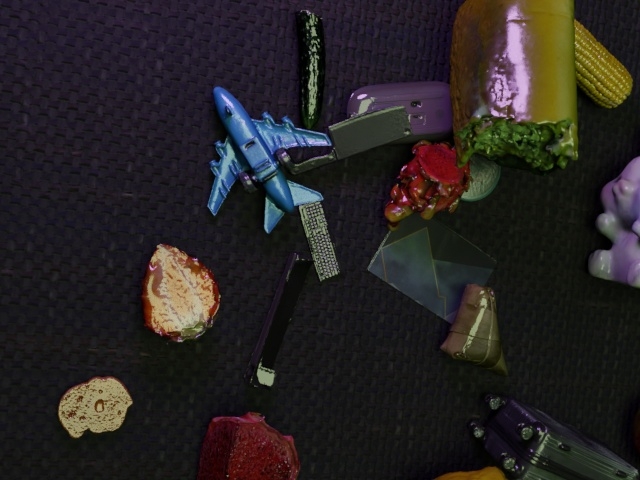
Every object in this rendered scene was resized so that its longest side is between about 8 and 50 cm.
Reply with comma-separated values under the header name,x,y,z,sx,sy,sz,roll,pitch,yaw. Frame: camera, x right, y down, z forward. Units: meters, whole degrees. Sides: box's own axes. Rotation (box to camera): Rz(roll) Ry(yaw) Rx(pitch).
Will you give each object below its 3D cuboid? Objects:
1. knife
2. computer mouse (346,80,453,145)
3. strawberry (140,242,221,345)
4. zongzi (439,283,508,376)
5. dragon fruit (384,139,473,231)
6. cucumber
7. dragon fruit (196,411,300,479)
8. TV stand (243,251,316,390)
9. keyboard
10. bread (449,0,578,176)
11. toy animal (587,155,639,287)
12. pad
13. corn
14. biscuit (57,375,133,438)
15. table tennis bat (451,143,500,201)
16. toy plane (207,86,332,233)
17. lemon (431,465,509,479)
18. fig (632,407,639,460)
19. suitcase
name,x,y,z,sx,sy,sz,roll,pitch,yaw
knife,0.048,-0.187,1.759,0.245,0.019,0.072,-21,110,-1
computer mouse,0.157,-0.241,1.810,0.232,0.057,0.120,-8,104,-17
strawberry,-0.258,0.096,1.679,0.147,0.082,0.187,-21,94,-22
zongzi,0.341,0.179,1.897,0.176,0.078,0.160,21,93,-28
dragon fruit,0.198,-0.099,1.802,0.207,0.133,0.150,-47,151,1
cucumber,-0.018,-0.313,1.747,0.058,0.052,0.214,-4,95,-27
dragon fruit,-0.132,0.428,1.731,0.161,0.126,0.274,6,101,-30
TV stand,-0.074,0.150,1.766,0.049,0.040,0.256,21,87,-20
keyboard,0.000,0.000,1.798,0.053,0.010,0.155,-20,100,-16
bread,0.350,-0.309,1.745,0.208,0.251,0.376,10,74,-18
toy animal,0.702,-0.066,1.949,0.241,0.196,0.367,1,95,-27
pad,0.226,0.051,1.885,0.243,0.004,0.163,32,83,-19
corn,0.531,-0.367,1.917,0.244,0.093,0.093,38,81,-17
biscuit,-0.398,0.293,1.673,0.130,0.019,0.102,-15,98,-17
table tennis bat,0.314,-0.174,1.887,0.124,0.033,0.201,26,89,-16
toy plane,-0.116,-0.155,1.701,0.254,0.105,0.271,-32,107,1
lemon,0.286,0.605,1.785,0.336,0.336,0.336,-1,94,-19
fig,0.759,0.425,2.008,0.191,0.181,0.181,34,82,-40
suitcase,0.466,0.432,1.894,0.312,0.202,0.128,26,95,-20
